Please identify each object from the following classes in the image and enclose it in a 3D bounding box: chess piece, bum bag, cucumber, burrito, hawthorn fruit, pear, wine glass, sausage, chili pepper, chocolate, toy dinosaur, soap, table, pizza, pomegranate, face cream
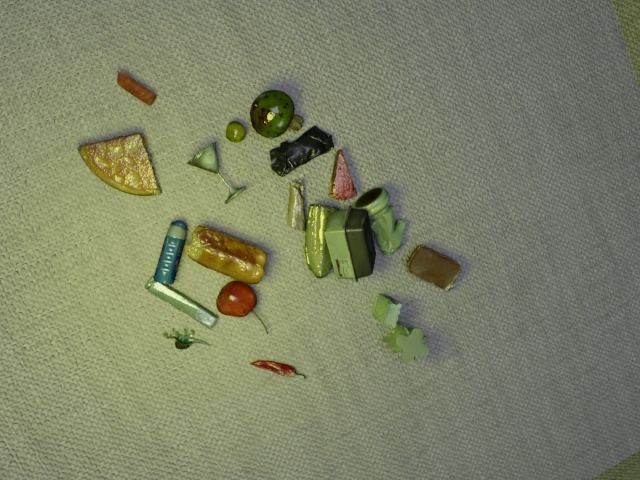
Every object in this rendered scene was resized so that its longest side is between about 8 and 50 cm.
[{"bbox_3d":[0.290,-0.082,1.969,0.176,0.176,0.298,-37,112,-6],"label":"chess piece"},{"bbox_3d":[-0.086,-0.397,1.904,0.310,0.074,0.137,-31,86,-14],"label":"bum bag"},{"bbox_3d":[0.000,0.000,1.933,0.105,0.145,0.325,5,96,34],"label":"cucumber"},{"bbox_3d":[-0.106,-0.151,1.922,0.087,0.060,0.226,0,94,-11],"label":"burrito"},{"bbox_3d":[-0.311,0.293,1.866,0.285,0.165,0.165,40,86,-9],"label":"hawthorn fruit"},{"bbox_3d":[-0.357,-0.462,1.844,0.092,0.092,0.097,3,76,-11],"label":"pear"},{"bbox_3d":[-0.425,-0.276,1.820,0.156,0.156,0.232,-39,104,-6],"label":"wine glass"},{"bbox_3d":[-0.757,-0.622,1.771,0.169,0.065,0.065,33,87,-10],"label":"sausage"},{"bbox_3d":[-0.189,0.578,1.964,0.268,0.059,0.050,18,52,-8],"label":"chili pepper"},{"bbox_3d":[0.527,0.117,2.045,0.261,0.083,0.161,29,105,-10],"label":"chocolate"},{"bbox_3d":[-0.587,0.435,1.887,0.106,0.044,0.187,-45,113,9],"label":"toy dinosaur"},{"bbox_3d":[0.296,0.312,1.956,0.063,0.198,0.115,15,90,-8],"label":"soap"},{"bbox_3d":[0.381,0.450,1.980,0.166,0.198,0.167,-1,94,-11],"label":"table"},{"bbox_3d":[-0.815,-0.287,1.772,0.268,0.087,0.258,-13,100,-8],"label":"pizza"},{"bbox_3d":[-0.180,-0.525,1.833,0.248,0.202,0.202,16,91,-38],"label":"pomegranate"},{"bbox_3d":[-0.614,0.045,1.797,0.083,0.149,0.264,15,87,-14],"label":"face cream"}]

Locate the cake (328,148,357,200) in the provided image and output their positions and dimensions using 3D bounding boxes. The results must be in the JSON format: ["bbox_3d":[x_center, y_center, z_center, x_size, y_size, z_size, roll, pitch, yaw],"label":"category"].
[{"bbox_3d":[0.071,-0.281,1.933,0.116,0.086,0.220,-22,98,-10],"label":"cake"}]

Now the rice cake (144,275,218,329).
[{"bbox_3d":[-0.592,0.265,1.859,0.336,0.063,0.066,36,84,-11],"label":"rice cake"}]

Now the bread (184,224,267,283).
[{"bbox_3d":[-0.393,0.071,1.820,0.344,0.195,0.149,23,69,-11],"label":"bread"}]

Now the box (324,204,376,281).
[{"bbox_3d":[0.133,0.012,1.857,0.166,0.220,0.290,-5,121,17],"label":"box"}]
